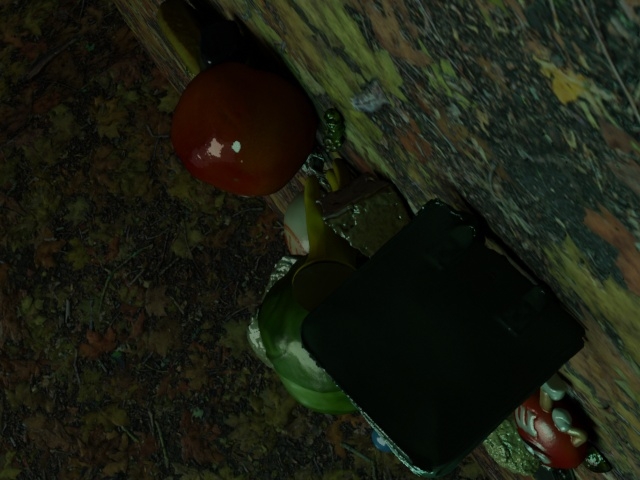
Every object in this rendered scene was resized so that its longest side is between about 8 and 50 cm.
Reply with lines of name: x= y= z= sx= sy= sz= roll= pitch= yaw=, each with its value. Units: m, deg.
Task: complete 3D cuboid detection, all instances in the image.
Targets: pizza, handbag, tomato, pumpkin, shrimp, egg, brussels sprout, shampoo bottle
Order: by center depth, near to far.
handbag: x=0.137 y=0.110 z=1.130 sx=0.247 sy=0.260 sz=0.079 roll=45 pitch=175 yaw=27
pumpkin: x=0.410 y=0.332 z=1.494 sx=0.050 sy=0.028 sz=0.083 roll=52 pitch=179 yaw=-13
tomato: x=-0.126 y=-0.176 z=1.637 sx=0.260 sy=0.180 sz=0.260 roll=10 pitch=156 yaw=4
egg: x=0.341 y=0.345 z=1.702 sx=0.140 sy=0.118 sz=0.116 roll=36 pitch=149 yaw=41
brussels sprout: x=0.034 y=0.151 z=1.784 sx=0.276 sy=0.315 sz=0.371 roll=42 pitch=172 yaw=-21
shampoo bottle: x=-0.126 y=-0.267 z=1.805 sx=0.359 sy=0.078 sz=0.134 roll=59 pitch=-156 yaw=-56
shrimp: x=-0.018 y=-0.154 z=1.816 sx=0.165 sy=0.065 sz=0.056 roll=48 pitch=-153 yaw=-2
pizza: x=-0.253 y=-0.392 z=1.899 sx=0.268 sy=0.087 sz=0.258 roll=54 pitch=-174 yaw=13

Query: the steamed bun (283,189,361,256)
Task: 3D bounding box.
steamed bun: x=0.000 y=0.000 z=2.205 sx=0.232 sy=0.145 sz=0.232 roll=52 pitch=175 yaw=6

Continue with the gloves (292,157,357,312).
gloves: x=0.017 y=-0.017 z=1.648 sx=0.294 sy=0.116 sz=0.133 roll=-87 pitch=11 yaw=-48

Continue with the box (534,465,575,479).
box: x=0.420 y=0.417 z=1.884 sx=0.211 sy=0.045 sz=0.270 roll=50 pitch=175 yaw=38

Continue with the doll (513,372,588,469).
doll: x=0.324 y=0.254 z=1.431 sx=0.183 sy=0.085 sz=0.217 roll=43 pitch=160 yaw=56

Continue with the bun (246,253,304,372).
bun: x=-0.041 y=0.181 z=2.085 sx=0.205 sy=0.281 sz=0.281 roll=-26 pitch=105 yaw=43

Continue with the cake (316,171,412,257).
cake: x=0.127 y=0.002 z=1.543 sx=0.295 sy=0.113 sz=0.116 roll=42 pitch=-173 yaw=-29

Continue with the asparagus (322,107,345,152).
asparagus: x=0.020 y=-0.167 z=1.534 sx=0.036 sy=0.030 sz=0.165 roll=28 pitch=171 yaw=4

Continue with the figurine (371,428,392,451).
figurine: x=0.251 y=0.329 z=2.075 sx=0.298 sy=0.243 sz=0.416 roll=42 pitch=-167 yaw=12
